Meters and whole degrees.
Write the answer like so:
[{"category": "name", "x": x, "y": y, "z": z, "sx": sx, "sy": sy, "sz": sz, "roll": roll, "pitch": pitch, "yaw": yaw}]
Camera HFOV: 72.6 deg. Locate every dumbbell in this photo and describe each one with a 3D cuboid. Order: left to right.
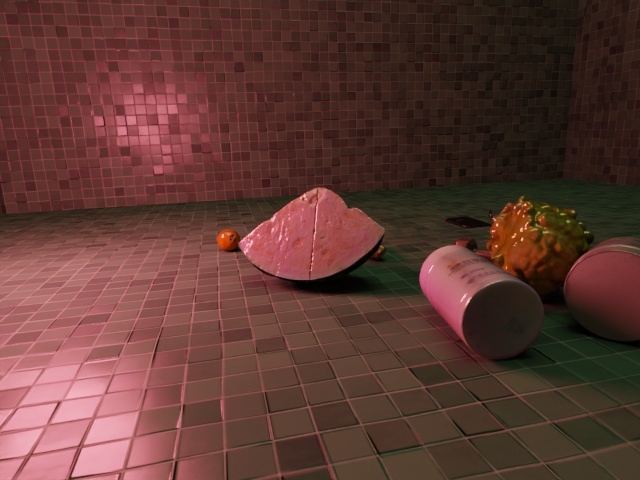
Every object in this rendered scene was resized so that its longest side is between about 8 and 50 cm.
[{"category": "dumbbell", "x": 0.496, "y": 0.046, "z": 1.253, "sx": 0.230, "sy": 0.082, "sz": 0.092, "roll": 10, "pitch": 17, "yaw": 42}]

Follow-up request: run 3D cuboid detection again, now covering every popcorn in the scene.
[{"category": "popcorn", "x": 0.504, "y": 0.011, "z": 1.044, "sx": 0.225, "sy": 0.249, "sz": 0.249, "roll": 33, "pitch": 16, "yaw": 1}]

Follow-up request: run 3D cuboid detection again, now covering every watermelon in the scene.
[{"category": "watermelon", "x": -0.007, "y": 0.021, "z": 1.240, "sx": 0.292, "sy": 0.319, "sz": 0.222, "roll": 46, "pitch": 1, "yaw": 21}]

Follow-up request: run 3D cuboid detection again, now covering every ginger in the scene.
[{"category": "ginger", "x": 0.155, "y": 0.019, "z": 1.445, "sx": 0.095, "sy": 0.069, "sz": 0.190, "roll": -9, "pitch": 15, "yaw": -8}]

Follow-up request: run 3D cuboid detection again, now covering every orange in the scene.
[{"category": "orange", "x": -0.332, "y": -0.001, "z": 1.577, "sx": 0.083, "sy": 0.084, "sz": 0.083, "roll": -2, "pitch": 13, "yaw": 0}]

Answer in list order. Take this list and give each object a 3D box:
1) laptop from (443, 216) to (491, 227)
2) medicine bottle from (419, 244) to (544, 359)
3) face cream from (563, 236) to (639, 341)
[{"category": "laptop", "x": 0.642, "y": -0.081, "z": 1.913, "sx": 0.129, "sy": 0.016, "sz": 0.180, "roll": -6, "pitch": 15, "yaw": -14}, {"category": "medicine bottle", "x": 0.304, "y": 0.109, "z": 0.867, "sx": 0.152, "sy": 0.152, "sz": 0.254, "roll": -3, "pitch": 14, "yaw": -4}, {"category": "face cream", "x": 0.591, "y": 0.089, "z": 0.854, "sx": 0.177, "sy": 0.177, "sz": 0.153, "roll": 10, "pitch": 17, "yaw": 41}]
